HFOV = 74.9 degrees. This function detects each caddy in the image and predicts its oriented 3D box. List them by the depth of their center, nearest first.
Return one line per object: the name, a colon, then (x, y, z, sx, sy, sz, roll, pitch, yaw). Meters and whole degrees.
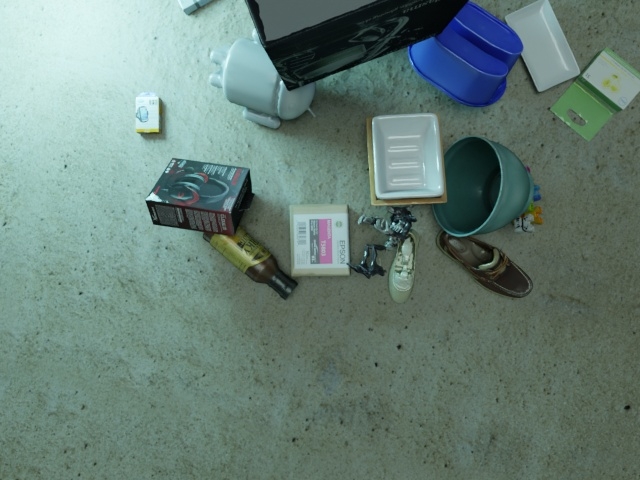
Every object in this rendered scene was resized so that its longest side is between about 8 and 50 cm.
caddy: (0.439, -0.566, 1.293, 0.341, 0.179, 0.241, 37, 69, 4)

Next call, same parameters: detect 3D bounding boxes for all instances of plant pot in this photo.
plant pot: (0.503, -0.154, 1.257, 0.196, 0.293, 0.293, 2, 91, -23)

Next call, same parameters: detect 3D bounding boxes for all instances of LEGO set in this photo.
LEGO set: (0.638, -0.106, 1.325, 0.087, 0.093, 0.227, 25, 61, -30)

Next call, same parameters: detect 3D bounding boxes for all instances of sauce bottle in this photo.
sauce bottle: (-0.223, 0.059, 1.370, 0.344, 0.111, 0.111, 39, 93, 1)

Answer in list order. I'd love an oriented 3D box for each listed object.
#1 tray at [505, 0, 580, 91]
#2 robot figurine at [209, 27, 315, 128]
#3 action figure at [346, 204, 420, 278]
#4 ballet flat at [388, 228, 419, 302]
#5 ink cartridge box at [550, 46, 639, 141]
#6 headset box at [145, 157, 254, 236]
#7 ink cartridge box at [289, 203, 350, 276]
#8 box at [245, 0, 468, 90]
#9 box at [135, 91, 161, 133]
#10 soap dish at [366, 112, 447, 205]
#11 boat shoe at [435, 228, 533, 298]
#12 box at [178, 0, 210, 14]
tray: (0.709, -0.624, 1.345, 0.145, 0.030, 0.270, -24, 89, 3)
robot figurine: (-0.166, -0.505, 1.314, 0.353, 0.200, 0.300, 19, 131, 3)
action figure: (0.192, -0.022, 1.282, 0.141, 0.164, 0.276, 36, 80, -17)
ballet flat: (0.270, 0.084, 1.352, 0.086, 0.086, 0.249, 7, 91, 3)
ink cartridge box: (0.880, -0.461, 1.325, 0.171, 0.056, 0.235, 40, 91, 2)
headset box: (-0.358, -0.139, 1.320, 0.293, 0.110, 0.218, 9, 48, 4)
ink cartridge box: (0.000, 0.000, 1.365, 0.193, 0.088, 0.235, -2, 90, 5)
box: (0.073, -0.596, 0.948, 0.479, 0.472, 0.298, -19, 101, 5)
box: (-0.587, -0.435, 1.429, 0.081, 0.028, 0.136, 0, 88, 4)
soap dish: (0.264, -0.247, 1.312, 0.228, 0.118, 0.291, -2, 80, 3)
boat shoe: (0.524, 0.073, 1.314, 0.342, 0.123, 0.123, 37, 93, 3)
box: (-0.411, -0.876, 1.409, 0.186, 0.038, 0.145, -28, 89, 2)
